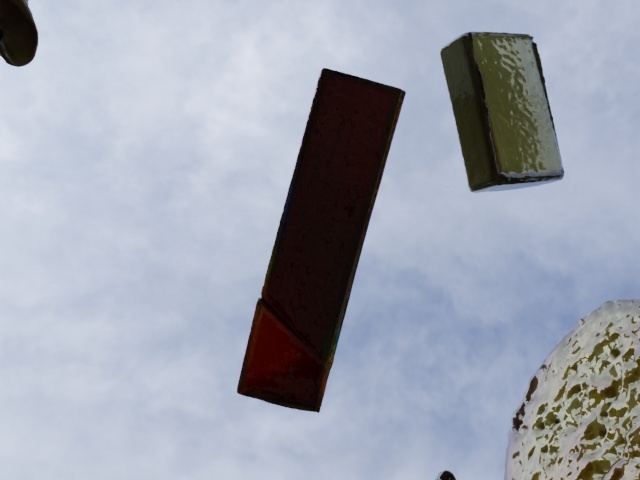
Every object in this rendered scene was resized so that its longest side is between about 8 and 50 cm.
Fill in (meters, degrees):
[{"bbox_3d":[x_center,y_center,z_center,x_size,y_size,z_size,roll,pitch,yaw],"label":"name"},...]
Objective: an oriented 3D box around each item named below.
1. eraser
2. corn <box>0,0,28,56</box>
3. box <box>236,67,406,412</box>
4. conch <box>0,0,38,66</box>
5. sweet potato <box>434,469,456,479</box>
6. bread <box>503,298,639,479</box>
[{"bbox_3d":[0.203,-0.142,0.849,0.058,0.117,0.172,-18,-99,55],"label":"eraser"},{"bbox_3d":[-0.297,-0.292,0.673,0.092,0.092,0.280,17,-61,8],"label":"corn"},{"bbox_3d":[0.000,-0.001,0.787,0.089,0.197,0.313,14,-89,0],"label":"box"},{"bbox_3d":[-0.218,-0.200,0.434,0.109,0.093,0.330,-37,-113,-5],"label":"conch"},{"bbox_3d":[0.129,0.359,0.747,0.072,0.066,0.314,12,-68,27],"label":"sweet potato"},{"bbox_3d":[0.391,0.246,0.896,0.215,0.398,0.398,32,-81,-9],"label":"bread"}]
